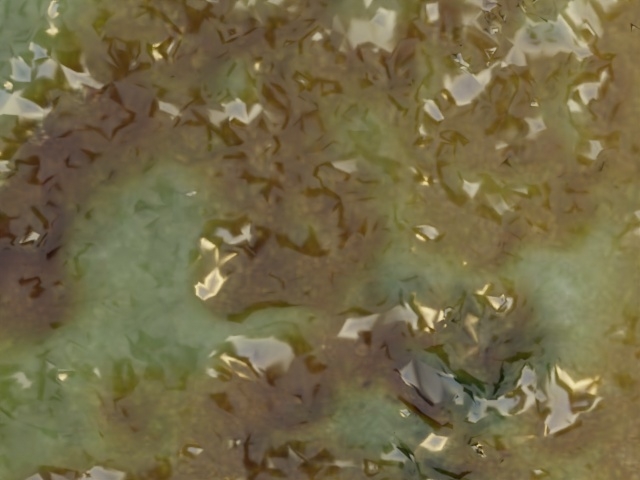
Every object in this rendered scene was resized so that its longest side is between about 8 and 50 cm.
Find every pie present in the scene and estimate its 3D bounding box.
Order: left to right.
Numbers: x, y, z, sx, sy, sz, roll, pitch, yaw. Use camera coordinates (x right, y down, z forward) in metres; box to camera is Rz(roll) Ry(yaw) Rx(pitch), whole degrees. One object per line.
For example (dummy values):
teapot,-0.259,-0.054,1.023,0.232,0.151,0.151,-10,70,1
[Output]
pie,0.000,0.008,0.478,0.302,0.302,0.067,-29,20,5
